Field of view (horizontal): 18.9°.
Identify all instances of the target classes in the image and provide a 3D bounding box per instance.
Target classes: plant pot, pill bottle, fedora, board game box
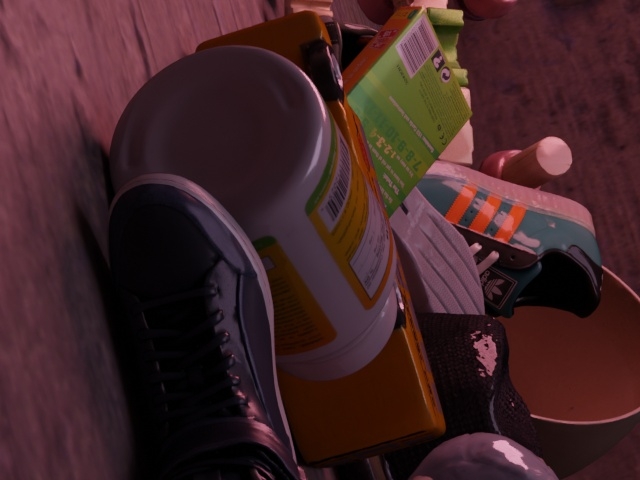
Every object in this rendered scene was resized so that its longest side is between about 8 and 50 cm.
[{"bbox_3d":[0.192,0.151,1.995,0.284,0.284,0.191,-96,-159,-49],"label":"plant pot"},{"bbox_3d":[-0.029,-0.004,1.223,0.246,0.136,0.136,59,17,-57],"label":"pill bottle"},{"bbox_3d":[0.108,0.158,1.690,0.334,0.152,0.334,-17,90,-81],"label":"fedora"},{"bbox_3d":[0.037,-0.078,1.668,0.259,0.039,0.124,-52,129,-34],"label":"board game box"}]

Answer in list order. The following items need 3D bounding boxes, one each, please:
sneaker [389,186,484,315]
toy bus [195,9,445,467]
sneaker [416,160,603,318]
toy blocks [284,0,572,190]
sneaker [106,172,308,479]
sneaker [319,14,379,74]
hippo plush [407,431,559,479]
[{"bbox_3d":[0.068,0.005,1.816,0.258,0.091,0.094,57,48,-27],"label":"sneaker"},{"bbox_3d":[0.000,0.000,1.474,0.130,0.108,0.333,35,39,-76],"label":"toy bus"},{"bbox_3d":[0.151,0.006,1.898,0.108,0.302,0.121,119,-30,-41],"label":"sneaker"},{"bbox_3d":[0.071,-0.170,2.038,0.260,0.309,0.289,150,-61,-66],"label":"toy blocks"},{"bbox_3d":[-0.063,0.083,1.023,0.163,0.086,0.226,-82,155,-75],"label":"sneaker"},{"bbox_3d":[0.047,-0.140,1.778,0.271,0.108,0.100,15,58,-53],"label":"sneaker"},{"bbox_3d":[0.135,0.250,1.266,0.236,0.234,0.294,-43,115,-58],"label":"hippo plush"}]
